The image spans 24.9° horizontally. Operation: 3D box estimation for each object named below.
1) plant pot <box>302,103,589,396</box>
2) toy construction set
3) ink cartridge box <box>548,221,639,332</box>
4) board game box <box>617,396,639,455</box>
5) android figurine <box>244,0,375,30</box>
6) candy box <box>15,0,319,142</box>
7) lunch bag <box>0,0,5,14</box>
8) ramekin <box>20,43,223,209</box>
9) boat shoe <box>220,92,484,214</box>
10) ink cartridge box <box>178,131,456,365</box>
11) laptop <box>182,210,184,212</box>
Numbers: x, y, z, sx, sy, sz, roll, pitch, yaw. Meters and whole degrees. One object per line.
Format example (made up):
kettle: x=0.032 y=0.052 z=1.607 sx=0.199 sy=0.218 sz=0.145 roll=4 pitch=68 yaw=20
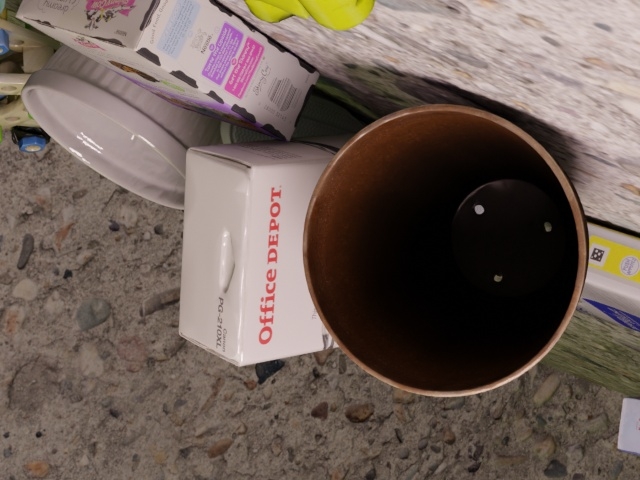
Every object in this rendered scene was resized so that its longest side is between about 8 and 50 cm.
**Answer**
plant pot: x=0.128 y=0.003 z=1.165 sx=0.215 sy=0.215 sz=0.230 roll=23 pitch=-170 yaw=19
toy construction set: x=-0.269 y=-0.164 z=1.677 sx=0.328 sy=0.151 sz=0.215 roll=18 pitch=154 yaw=-24
ink cartridge box: x=0.344 y=0.060 z=1.439 sx=0.307 sy=0.072 sz=0.303 roll=24 pitch=178 yaw=35
board game box: x=0.547 y=0.234 z=1.655 sx=0.319 sy=0.066 sz=0.318 roll=9 pitch=-179 yaw=34
android figurine: x=-0.087 y=-0.188 z=0.788 sx=0.248 sy=0.056 sz=0.273 roll=24 pitch=178 yaw=10
candy box: x=-0.126 y=-0.164 z=1.209 sx=0.165 sy=0.070 sz=0.196 roll=21 pitch=176 yaw=41
lunch bag: x=-0.493 y=-0.256 z=1.463 sx=0.223 sy=0.160 sz=0.262 roll=25 pitch=-175 yaw=33
ramekin: x=-0.181 y=-0.132 z=1.435 sx=0.207 sy=0.109 sz=0.207 roll=28 pitch=164 yaw=9
boat shoe: x=0.027 y=-0.064 z=1.398 sx=0.302 sy=0.109 sz=0.094 roll=24 pitch=-179 yaw=-29
ink cartridge box: x=0.000 y=0.000 z=1.262 sx=0.237 sy=0.172 sz=0.100 roll=-8 pitch=-162 yaw=-39
laptop: x=-0.028 y=-0.074 z=1.616 sx=0.234 sy=0.136 sz=0.264 roll=-11 pitch=178 yaw=42
